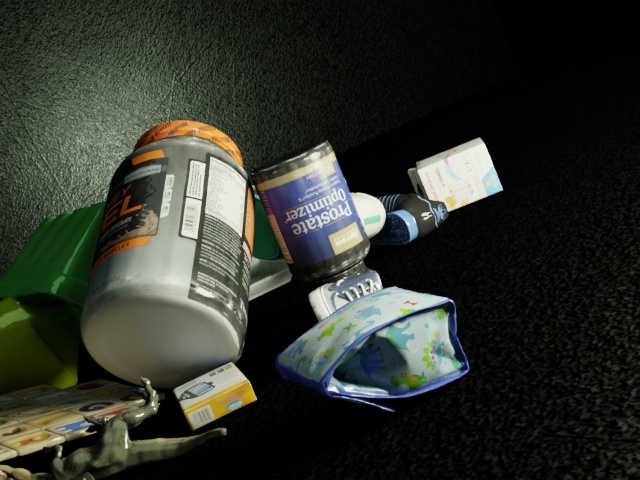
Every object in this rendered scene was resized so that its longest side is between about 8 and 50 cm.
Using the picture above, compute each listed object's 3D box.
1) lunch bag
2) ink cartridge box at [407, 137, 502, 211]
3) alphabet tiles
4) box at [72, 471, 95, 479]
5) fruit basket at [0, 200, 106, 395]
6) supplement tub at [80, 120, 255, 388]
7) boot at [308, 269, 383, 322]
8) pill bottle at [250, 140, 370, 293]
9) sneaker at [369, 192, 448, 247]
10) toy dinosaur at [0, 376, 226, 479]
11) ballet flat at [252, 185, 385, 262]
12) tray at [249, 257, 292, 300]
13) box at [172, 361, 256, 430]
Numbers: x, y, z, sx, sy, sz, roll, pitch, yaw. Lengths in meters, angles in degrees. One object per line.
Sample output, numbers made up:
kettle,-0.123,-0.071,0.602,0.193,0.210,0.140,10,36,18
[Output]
lunch bag,0.045,0.109,0.939,0.151,0.096,0.129,-16,7,-21
ink cartridge box,0.234,-0.109,1.721,0.143,0.092,0.090,-22,10,8
alphabet tiles,-0.381,0.223,1.208,0.342,0.011,0.285,-11,7,-41
box,-0.237,0.276,0.775,0.183,0.056,0.231,-25,10,-20
fruit basket,-0.392,0.140,1.506,0.392,0.282,0.392,-39,37,37
supplement tub,-0.193,0.008,1.306,0.207,0.207,0.338,-19,43,19
boot,0.038,0.074,1.220,0.086,0.069,0.190,-25,8,5
pill bottle,-0.004,-0.019,1.376,0.122,0.219,0.123,-22,9,4
sneaker,0.124,-0.038,1.641,0.090,0.081,0.232,-23,16,-23
toy dinosaur,-0.220,0.216,1.051,0.268,0.064,0.118,-18,29,8
ballet flat,-0.035,-0.034,1.676,0.139,0.139,0.400,-28,19,-31
tray,-0.126,0.069,1.750,0.145,0.030,0.270,-26,10,-14
box,-0.127,0.180,1.149,0.081,0.028,0.136,-24,7,-11
